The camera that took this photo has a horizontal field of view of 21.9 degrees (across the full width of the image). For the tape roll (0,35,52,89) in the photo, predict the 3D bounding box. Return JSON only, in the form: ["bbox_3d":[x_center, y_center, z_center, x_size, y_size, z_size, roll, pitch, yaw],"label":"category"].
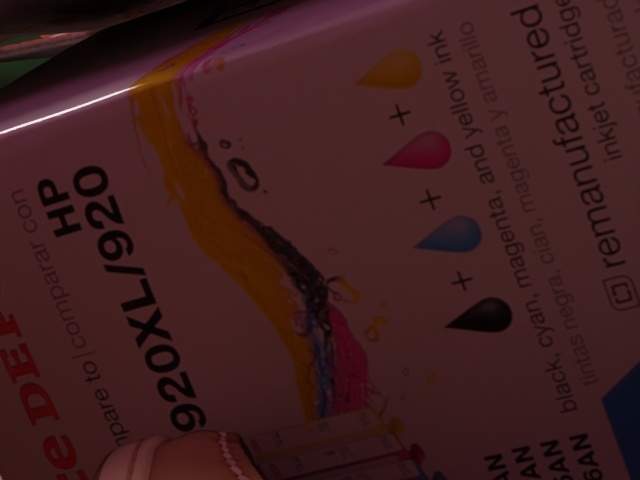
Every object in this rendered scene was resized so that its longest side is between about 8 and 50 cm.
[{"bbox_3d":[-0.247,0.014,0.745,0.321,0.077,0.321,-39,24,21],"label":"tape roll"}]

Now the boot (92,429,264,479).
[{"bbox_3d":[0.062,0.080,0.337,0.203,0.095,0.262,-24,18,-7],"label":"boot"}]

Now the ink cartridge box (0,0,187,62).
[{"bbox_3d":[-0.032,-0.119,0.577,0.239,0.060,0.275,-13,4,22],"label":"ink cartridge box"}]

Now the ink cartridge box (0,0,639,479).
[{"bbox_3d":[0.026,0.002,0.502,0.233,0.171,0.168,-16,15,22],"label":"ink cartridge box"}]
